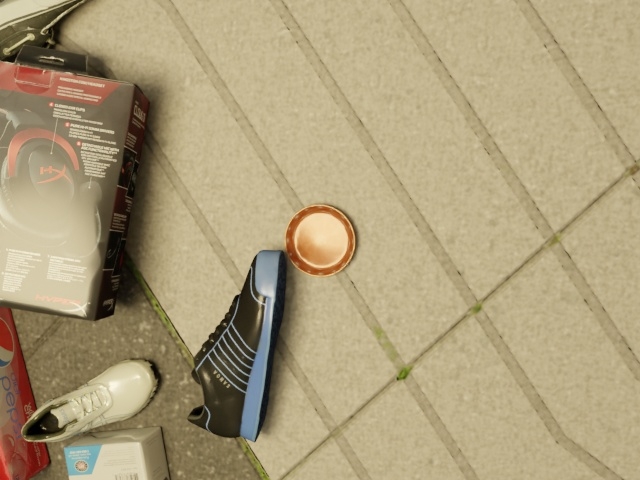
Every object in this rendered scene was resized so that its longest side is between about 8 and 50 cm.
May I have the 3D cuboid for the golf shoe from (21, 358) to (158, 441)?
[{"bbox_3d":[-0.279,0.203,1.019,0.176,0.086,0.069,-30,87,14],"label":"golf shoe"}]

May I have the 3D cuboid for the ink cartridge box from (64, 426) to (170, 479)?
[{"bbox_3d":[-0.239,0.328,1.034,0.104,0.061,0.181,-8,94,15],"label":"ink cartridge box"}]

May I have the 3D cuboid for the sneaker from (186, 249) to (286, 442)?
[{"bbox_3d":[-0.097,0.118,0.966,0.090,0.081,0.232,11,100,5],"label":"sneaker"}]

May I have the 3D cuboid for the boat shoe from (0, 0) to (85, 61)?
[{"bbox_3d":[-0.350,-0.256,0.999,0.219,0.078,0.070,-20,125,12],"label":"boat shoe"}]

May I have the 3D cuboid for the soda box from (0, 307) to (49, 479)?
[{"bbox_3d":[-0.424,0.177,1.048,0.083,0.092,0.263,-14,92,13],"label":"soda box"}]

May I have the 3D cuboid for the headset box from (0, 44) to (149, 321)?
[{"bbox_3d":[-0.322,-0.072,0.945,0.218,0.110,0.293,9,89,-2],"label":"headset box"}]

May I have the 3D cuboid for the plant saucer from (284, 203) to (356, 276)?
[{"bbox_3d":[0.000,0.000,0.964,0.083,0.013,0.083,1,96,14],"label":"plant saucer"}]
